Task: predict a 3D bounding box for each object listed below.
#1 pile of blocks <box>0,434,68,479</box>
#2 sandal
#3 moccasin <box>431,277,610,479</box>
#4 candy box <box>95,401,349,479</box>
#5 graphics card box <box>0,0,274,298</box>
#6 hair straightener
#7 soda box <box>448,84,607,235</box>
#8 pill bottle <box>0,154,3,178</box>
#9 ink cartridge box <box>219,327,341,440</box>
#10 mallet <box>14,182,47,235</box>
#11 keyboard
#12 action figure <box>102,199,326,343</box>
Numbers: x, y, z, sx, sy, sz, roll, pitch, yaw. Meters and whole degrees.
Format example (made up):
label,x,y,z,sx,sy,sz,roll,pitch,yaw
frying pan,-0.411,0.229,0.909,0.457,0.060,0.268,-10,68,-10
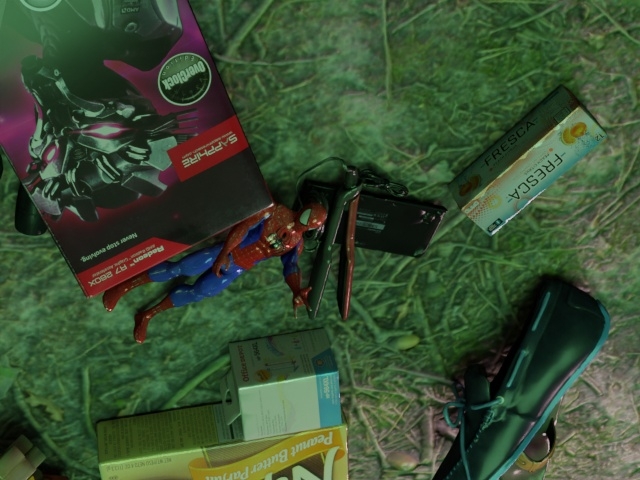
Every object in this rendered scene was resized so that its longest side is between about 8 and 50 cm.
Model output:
label,x,y,z,sx,sy,sz,roll,pitch,yaw
pile of blocks,-0.344,0.387,1.509,0.149,0.112,0.362,19,132,21
sandal,0.300,0.275,1.625,0.090,0.060,0.219,3,122,-15
moccasin,0.235,0.197,1.531,0.117,0.138,0.342,36,92,-4
candy box,-0.123,0.306,1.531,0.317,0.087,0.182,-8,125,-9
graphics card box,-0.217,-0.142,1.184,0.233,0.094,0.370,-26,124,-8
hair straightener,0.000,0.000,1.356,0.089,0.047,0.230,-1,129,-11
soda box,0.241,-0.093,1.366,0.183,0.058,0.063,-42,123,16
pill bottle,-0.411,-0.135,1.145,0.123,0.122,0.219,-20,125,0
ink cartridge box,-0.054,0.181,1.460,0.143,0.092,0.089,-9,124,-8
mallet,-0.245,-0.042,1.305,0.190,0.039,0.062,-3,122,-17
keyboard,0.060,-0.037,1.384,0.180,0.023,0.108,9,127,-20
action figure,-0.112,0.047,1.306,0.280,0.139,0.091,-29,122,15
